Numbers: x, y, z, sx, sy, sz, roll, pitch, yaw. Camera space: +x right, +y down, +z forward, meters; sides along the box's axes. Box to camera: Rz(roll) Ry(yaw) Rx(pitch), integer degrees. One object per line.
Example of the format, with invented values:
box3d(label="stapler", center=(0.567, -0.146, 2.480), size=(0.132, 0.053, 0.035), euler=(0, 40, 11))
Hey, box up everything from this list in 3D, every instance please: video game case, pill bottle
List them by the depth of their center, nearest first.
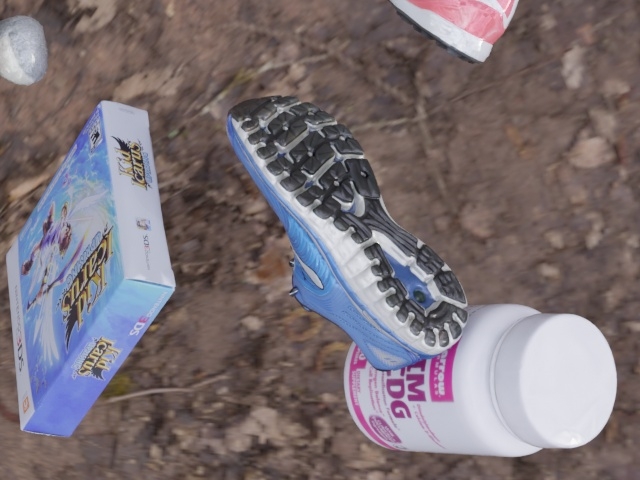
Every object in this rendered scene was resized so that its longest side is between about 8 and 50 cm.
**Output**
box3d(label="video game case", center=(-0.250, 0.032, 1.646), size=(0.061, 0.269, 0.244), euler=(12, 45, -30))
box3d(label="pill bottle", center=(0.167, 0.148, 1.663), size=(0.160, 0.283, 0.160), euler=(4, 83, -35))

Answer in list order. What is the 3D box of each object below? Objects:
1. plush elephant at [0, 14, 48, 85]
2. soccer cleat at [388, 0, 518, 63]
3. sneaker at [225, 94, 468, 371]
box3d(label="plush elephant", center=(-0.488, -0.272, 1.682), size=(0.255, 0.330, 0.272), euler=(-1, 81, -44))
box3d(label="soccer cleat", center=(0.087, -0.328, 1.770), size=(0.318, 0.108, 0.116), euler=(39, 103, 19))
box3d(label="sneaker", center=(0.000, 0.000, 1.595), size=(0.130, 0.147, 0.330), euler=(-27, 79, -43))
